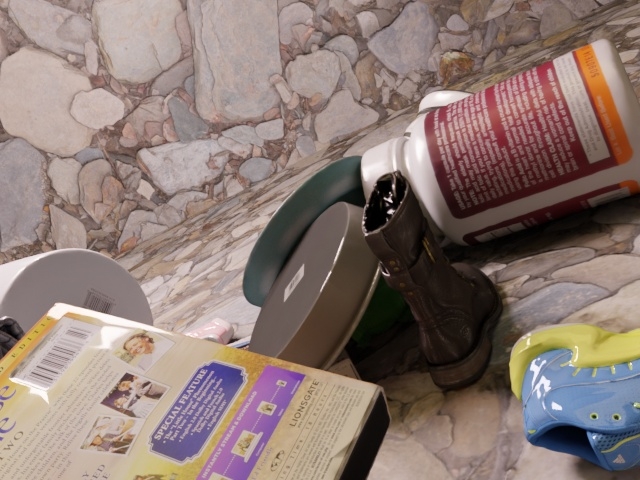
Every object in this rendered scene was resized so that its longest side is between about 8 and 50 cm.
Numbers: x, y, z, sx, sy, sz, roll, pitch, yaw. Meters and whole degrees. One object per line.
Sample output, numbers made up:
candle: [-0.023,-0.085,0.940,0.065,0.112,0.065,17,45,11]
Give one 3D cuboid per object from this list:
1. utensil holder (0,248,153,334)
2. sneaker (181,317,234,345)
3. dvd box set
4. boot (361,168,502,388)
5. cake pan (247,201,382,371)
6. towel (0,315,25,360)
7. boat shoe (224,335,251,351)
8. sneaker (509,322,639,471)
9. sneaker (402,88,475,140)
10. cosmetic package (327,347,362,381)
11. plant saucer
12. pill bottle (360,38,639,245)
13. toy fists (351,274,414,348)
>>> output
utensil holder: [-0.556,0.196,1.178,0.386,0.327,0.327,-12,22,38]
sneaker: [-0.215,0.180,1.146,0.134,0.051,0.070,-14,19,33]
dvd box set: [-0.186,0.218,0.560,0.421,0.062,0.307,8,46,28]
boot: [0.130,0.019,0.735,0.091,0.229,0.263,-22,17,21]
cake pan: [-0.012,0.070,0.830,0.293,0.054,0.293,-55,15,21]
towel: [-0.408,0.256,0.791,0.235,0.283,0.121,-21,18,29]
boat shoe: [-0.143,0.193,0.921,0.183,0.066,0.066,-24,23,-20]
sneaker: [0.267,0.123,0.485,0.240,0.091,0.126,-17,37,34]
sneaker: [0.321,-0.150,1.152,0.448,0.169,0.257,10,57,47]
cosmetic package: [0.020,0.159,0.793,0.041,0.060,0.115,-27,17,-2]
plant saucer: [0.000,0.000,1.059,0.318,0.044,0.317,-41,-25,-23]
pill bottle: [0.276,-0.122,0.953,0.392,0.224,0.224,-20,17,26]
toy fists: [0.067,0.066,0.949,0.142,0.096,0.279,-45,17,-3]
